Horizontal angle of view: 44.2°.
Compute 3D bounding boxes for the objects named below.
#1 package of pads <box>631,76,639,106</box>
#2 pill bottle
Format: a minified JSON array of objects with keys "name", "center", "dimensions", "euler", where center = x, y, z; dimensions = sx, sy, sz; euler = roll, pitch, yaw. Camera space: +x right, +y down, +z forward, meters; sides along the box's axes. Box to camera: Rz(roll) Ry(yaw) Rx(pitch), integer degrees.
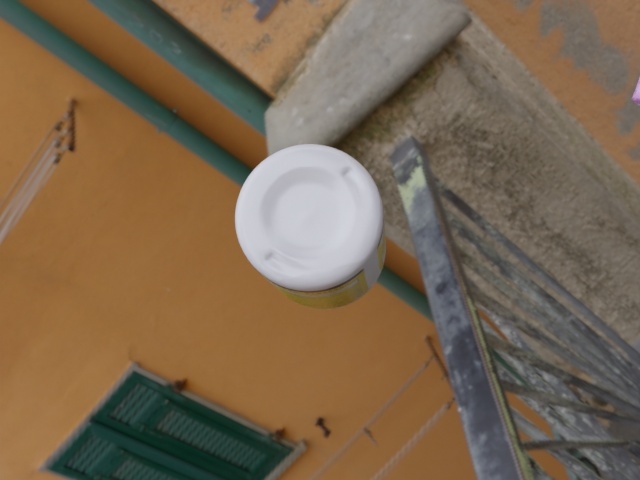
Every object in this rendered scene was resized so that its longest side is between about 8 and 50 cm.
[{"name":"package of pads","center":[0.348,-0.154,0.761],"dimensions":[0.083,0.032,0.050],"euler":[16,86,57]},{"name":"pill bottle","center":[0.000,0.000,0.387],"dimensions":[0.065,0.065,0.116],"euler":[-60,-11,-8]}]
